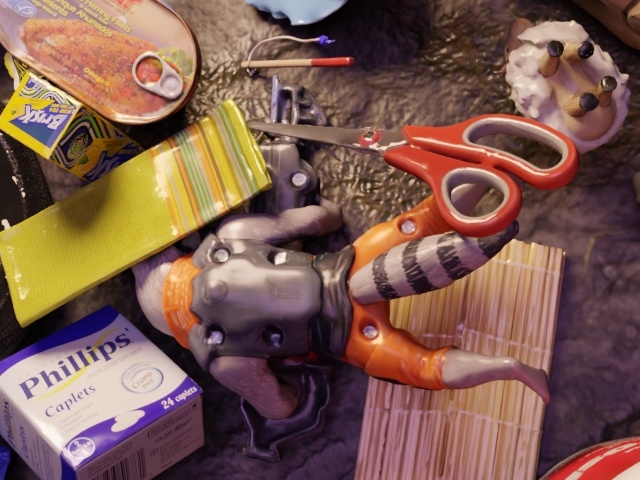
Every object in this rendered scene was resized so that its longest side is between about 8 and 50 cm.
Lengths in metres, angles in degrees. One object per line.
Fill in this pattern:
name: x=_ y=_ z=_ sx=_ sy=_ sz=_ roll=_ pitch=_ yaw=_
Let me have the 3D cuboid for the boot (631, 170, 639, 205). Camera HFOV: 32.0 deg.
boot: x=0.465 y=0.112 z=0.833 sx=0.367 sy=0.146 sz=0.445 roll=-13 pitch=84 yaw=10

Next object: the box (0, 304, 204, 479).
box: x=-0.186 y=0.139 z=0.923 sx=0.126 sy=0.072 sz=0.137 roll=-29 pitch=49 yaw=-33

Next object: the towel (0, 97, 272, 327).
towel: x=-0.157 y=-0.025 z=0.918 sx=0.237 sy=0.021 sz=0.102 roll=-29 pitch=51 yaw=5

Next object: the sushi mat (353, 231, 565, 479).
sushi mat: x=0.111 y=0.150 z=0.942 sx=0.151 sy=0.019 sz=0.316 roll=7 pitch=82 yaw=12

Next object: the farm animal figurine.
farm animal figurine: x=0.215 y=-0.279 z=0.927 sx=0.330 sy=0.172 sz=0.326 roll=-40 pitch=89 yaw=-6

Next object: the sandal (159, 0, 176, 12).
sandal: x=-0.264 y=-0.261 z=1.030 sx=0.317 sy=0.126 sz=0.138 roll=18 pitch=84 yaw=3

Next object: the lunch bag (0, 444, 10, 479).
lunch bag: x=-0.424 y=0.189 z=0.873 sx=0.221 sy=0.293 sz=0.138 roll=-23 pitch=46 yaw=12

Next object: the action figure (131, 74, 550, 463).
action figure: x=0.000 y=0.000 z=0.903 sx=0.330 sy=0.178 sz=0.341 roll=-8 pitch=76 yaw=13

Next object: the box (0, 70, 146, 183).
box: x=-0.207 y=-0.085 z=0.960 sx=0.059 sy=0.169 sz=0.054 roll=32 pitch=88 yaw=14

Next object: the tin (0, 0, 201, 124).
tin: x=-0.186 y=-0.173 z=0.938 sx=0.190 sy=0.040 sz=0.106 roll=34 pitch=102 yaw=3

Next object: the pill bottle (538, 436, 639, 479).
pill bottle: x=0.241 y=0.238 z=0.698 sx=0.229 sy=0.407 sz=0.229 roll=-1 pitch=80 yaw=4

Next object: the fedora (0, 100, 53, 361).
fedora: x=-0.392 y=-0.016 z=0.967 sx=0.152 sy=0.334 sz=0.334 roll=-32 pitch=75 yaw=36

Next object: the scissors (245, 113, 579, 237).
scissors: x=0.061 y=-0.079 z=0.865 sx=0.109 sy=0.021 sz=0.297 roll=-46 pitch=44 yaw=-17

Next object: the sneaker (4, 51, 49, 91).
sneaker: x=-0.268 y=-0.150 z=1.048 sx=0.035 sy=0.031 sz=0.083 roll=-34 pitch=76 yaw=22

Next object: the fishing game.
fishing game: x=-0.012 y=-0.279 z=0.988 sx=0.189 sy=0.041 sz=0.264 roll=5 pitch=94 yaw=42
